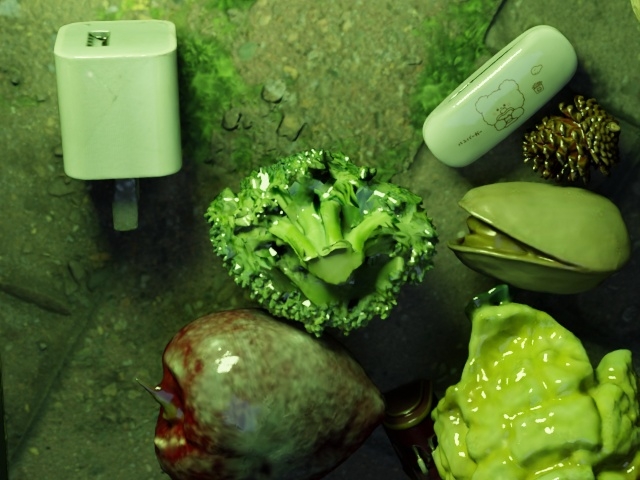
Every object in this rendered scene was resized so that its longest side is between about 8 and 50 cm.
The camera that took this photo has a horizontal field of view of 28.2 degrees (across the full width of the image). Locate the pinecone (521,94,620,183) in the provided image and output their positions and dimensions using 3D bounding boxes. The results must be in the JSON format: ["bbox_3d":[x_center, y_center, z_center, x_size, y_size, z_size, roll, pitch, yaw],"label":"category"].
[{"bbox_3d":[0.281,-0.112,1.428,0.109,0.102,0.102,-7,117,7],"label":"pinecone"}]

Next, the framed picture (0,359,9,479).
[{"bbox_3d":[-0.511,0.254,1.531,0.264,0.016,0.347,-2,115,-8],"label":"framed picture"}]

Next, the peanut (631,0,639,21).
[{"bbox_3d":[0.406,-0.233,1.397,0.080,0.080,0.174,-39,118,11],"label":"peanut"}]

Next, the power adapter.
[{"bbox_3d":[-0.207,-0.115,1.333,0.125,0.130,0.205,-3,114,-7],"label":"power adapter"}]

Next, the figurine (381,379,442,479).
[{"bbox_3d":[0.134,0.262,1.582,0.082,0.098,0.154,-26,114,1],"label":"figurine"}]

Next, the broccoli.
[{"bbox_3d":[-0.002,-0.001,1.395,0.226,0.176,0.198,19,95,-41],"label":"broccoli"}]

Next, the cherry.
[{"bbox_3d":[-0.068,0.189,1.459,0.300,0.203,0.230,3,108,-18],"label":"cherry"}]

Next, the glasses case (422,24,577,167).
[{"bbox_3d":[0.199,-0.159,1.414,0.193,0.049,0.074,-40,114,10],"label":"glasses case"}]

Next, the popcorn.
[{"bbox_3d":[0.274,0.237,1.490,0.293,0.237,0.293,-17,132,-19],"label":"popcorn"}]

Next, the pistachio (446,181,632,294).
[{"bbox_3d":[0.251,-0.001,1.455,0.206,0.131,0.130,7,106,-5],"label":"pistachio"}]
